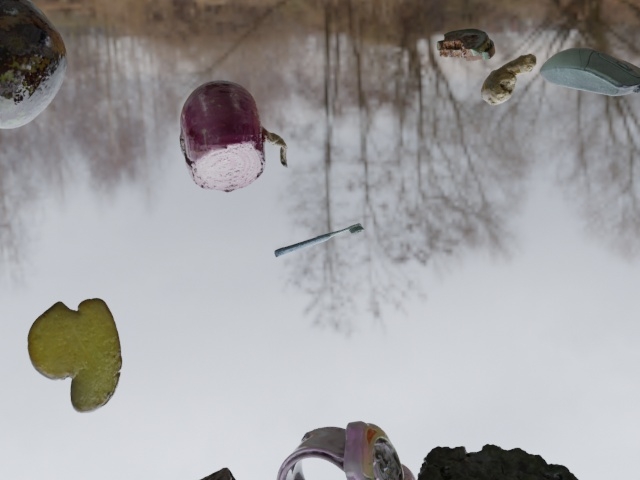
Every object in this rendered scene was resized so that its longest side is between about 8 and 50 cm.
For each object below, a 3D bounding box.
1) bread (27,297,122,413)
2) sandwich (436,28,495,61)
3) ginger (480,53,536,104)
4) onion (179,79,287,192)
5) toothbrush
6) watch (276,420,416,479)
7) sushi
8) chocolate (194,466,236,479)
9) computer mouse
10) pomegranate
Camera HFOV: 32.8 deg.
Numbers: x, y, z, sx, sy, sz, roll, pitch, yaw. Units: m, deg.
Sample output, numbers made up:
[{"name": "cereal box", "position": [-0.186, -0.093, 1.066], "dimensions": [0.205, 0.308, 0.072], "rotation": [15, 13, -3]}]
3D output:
[{"name": "bread", "position": [-0.404, 0.189, 1.776], "dimensions": [0.149, 0.187, 0.065], "rotation": [-9, -176, -28]}, {"name": "sandwich", "position": [0.227, -0.304, 1.685], "dimensions": [0.067, 0.029, 0.135], "rotation": [-25, -154, -19]}, {"name": "ginger", "position": [0.428, -0.366, 2.503], "dimensions": [0.165, 0.067, 0.096], "rotation": [-37, -154, 45]}, {"name": "onion", "position": [-0.179, -0.201, 1.993], "dimensions": [0.200, 0.200, 0.207], "rotation": [4, 172, 28]}, {"name": "toothbrush", "position": [0.000, 0.000, 2.210], "dimensions": [0.219, 0.016, 0.019], "rotation": [-17, -126, -33]}, {"name": "watch", "position": [0.050, 0.465, 2.028], "dimensions": [0.217, 0.248, 0.211], "rotation": [-23, -173, 26]}, {"name": "sushi", "position": [0.272, 0.476, 1.609], "dimensions": [0.294, 0.178, 0.352], "rotation": [5, -141, 7]}, {"name": "chocolate", "position": [-0.141, 0.588, 2.072], "dimensions": [0.112, 0.321, 0.112], "rotation": [-31, -166, -6]}, {"name": "computer mouse", "position": [0.513, -0.320, 2.026], "dimensions": [0.229, 0.068, 0.113], "rotation": [18, -148, 39]}, {"name": "pomegranate", "position": [-0.635, -0.372, 2.025], "dimensions": [0.285, 0.285, 0.340], "rotation": [0, 152, 14]}]
